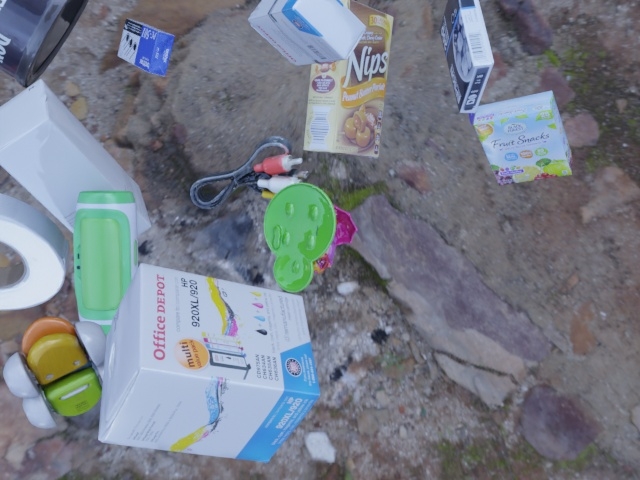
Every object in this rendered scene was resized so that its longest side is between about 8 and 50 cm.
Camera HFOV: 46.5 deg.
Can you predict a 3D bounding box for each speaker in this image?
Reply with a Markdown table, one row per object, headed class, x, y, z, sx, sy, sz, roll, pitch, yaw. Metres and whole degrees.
| class | x | y | z | sx | sy | sz | roll | pitch | yaw |
| --- | --- | --- | --- | --- | --- | --- | --- | --- | --- |
| speaker | -0.452 | 0.044 | 1.581 | 0.131 | 0.131 | 0.296 | 1 | 96 | 0 |

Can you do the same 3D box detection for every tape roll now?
| class | x | y | z | sx | sy | sz | roll | pitch | yaw |
| --- | --- | --- | --- | --- | --- | --- | --- | --- | --- |
| tape roll | -0.812 | 0.031 | 1.808 | 0.392 | 0.072 | 0.392 | -2 | 138 | -2 |

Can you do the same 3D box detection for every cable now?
| class | x | y | z | sx | sy | sz | roll | pitch | yaw |
| --- | --- | --- | --- | --- | --- | --- | --- | --- | --- |
| cable | -0.143 | -0.117 | 1.416 | 0.287 | 0.072 | 0.139 | -5 | 123 | 24 |

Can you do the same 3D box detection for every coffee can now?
| class | x | y | z | sx | sy | sz | roll | pitch | yaw |
| --- | --- | --- | --- | --- | --- | --- | --- | --- | --- |
| coffee can | -0.453 | -0.357 | 0.958 | 0.275 | 0.201 | 0.201 | 31 | 101 | -17 |

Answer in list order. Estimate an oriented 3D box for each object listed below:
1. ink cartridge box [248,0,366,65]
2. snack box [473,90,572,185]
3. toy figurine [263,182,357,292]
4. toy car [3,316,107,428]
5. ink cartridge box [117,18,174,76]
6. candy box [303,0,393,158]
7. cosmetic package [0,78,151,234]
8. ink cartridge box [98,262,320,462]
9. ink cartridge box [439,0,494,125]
| class | x | y | z | sx | sy | sz | roll | pitch | yaw |
| --- | --- | --- | --- | --- | --- | --- | --- | --- | --- |
| ink cartridge box | -0.029 | -0.403 | 1.391 | 0.140 | 0.191 | 0.082 | 38 | 81 | -30 |
| snack box | 0.464 | -0.228 | 1.700 | 0.175 | 0.070 | 0.207 | -8 | 136 | 29 |
| toy figurine | 0.000 | 0.000 | 1.230 | 0.130 | 0.159 | 0.173 | 6 | 89 | 29 |
| toy car | -0.418 | 0.199 | 1.203 | 0.159 | 0.136 | 0.182 | -26 | 132 | -18 |
| ink cartridge box | -0.418 | -0.463 | 1.778 | 0.046 | 0.207 | 0.097 | 6 | 109 | -38 |
| candy box | 0.062 | -0.343 | 1.613 | 0.088 | 0.183 | 0.316 | 11 | 98 | 35 |
| cosmetic package | -0.560 | -0.155 | 1.686 | 0.155 | 0.197 | 0.365 | -34 | 131 | 4 |
| ink cartridge box | -0.150 | 0.162 | 0.971 | 0.233 | 0.171 | 0.168 | 14 | 131 | -25 |
| ink cartridge box | 0.275 | -0.359 | 1.442 | 0.045 | 0.208 | 0.206 | -6 | 66 | -2 |
